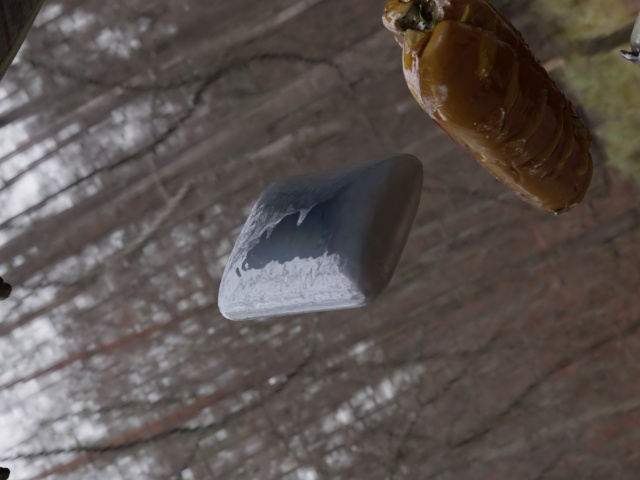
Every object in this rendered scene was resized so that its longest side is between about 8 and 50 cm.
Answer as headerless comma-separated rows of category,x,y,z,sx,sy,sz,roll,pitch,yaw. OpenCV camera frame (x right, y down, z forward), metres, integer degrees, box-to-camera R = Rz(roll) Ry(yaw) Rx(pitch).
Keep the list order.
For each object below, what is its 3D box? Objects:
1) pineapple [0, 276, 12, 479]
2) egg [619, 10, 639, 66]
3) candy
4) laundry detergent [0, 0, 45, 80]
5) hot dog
pineapple,-0.201,0.141,0.502,0.170,0.310,0.141,4,-169,-41
egg,0.383,-0.177,0.967,0.264,0.174,0.286,19,-175,32
candy,0.000,0.000,1.016,0.071,0.174,0.138,41,-123,-31
laundry detergent,-0.294,-0.267,1.077,0.398,0.125,0.264,-59,-20,-32
hot dog,0.123,-0.097,0.866,0.269,0.072,0.115,27,-149,-57
